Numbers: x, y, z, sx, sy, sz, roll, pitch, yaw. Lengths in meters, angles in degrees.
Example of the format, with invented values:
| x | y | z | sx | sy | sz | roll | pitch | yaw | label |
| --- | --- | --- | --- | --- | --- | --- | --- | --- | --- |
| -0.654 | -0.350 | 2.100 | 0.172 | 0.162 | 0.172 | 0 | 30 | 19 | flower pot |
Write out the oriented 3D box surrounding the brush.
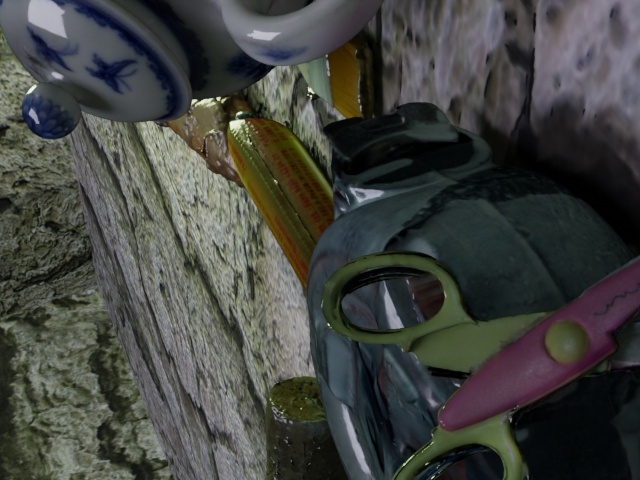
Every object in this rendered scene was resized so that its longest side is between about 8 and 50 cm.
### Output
| x | y | z | sx | sy | sz | roll | pitch | yaw | label |
| --- | --- | --- | --- | --- | --- | --- | --- | --- | --- |
| -0.030 | -0.185 | 0.861 | 0.336 | 0.020 | 0.085 | -131 | 29 | -53 | brush |

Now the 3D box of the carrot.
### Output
| x | y | z | sx | sy | sz | roll | pitch | yaw | label |
| --- | --- | --- | --- | --- | --- | --- | --- | --- | --- |
| -0.102 | -0.121 | 1.045 | 0.263 | 0.102 | 0.102 | 49 | 151 | 38 | carrot |

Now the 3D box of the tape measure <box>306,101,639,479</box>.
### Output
| x | y | z | sx | sy | sz | roll | pitch | yaw | label |
| --- | --- | --- | --- | --- | --- | --- | --- | --- | --- |
| 0.083 | 0.084 | 0.573 | 0.275 | 0.147 | 0.256 | -127 | 26 | -49 | tape measure |

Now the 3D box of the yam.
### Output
| x | y | z | sx | sy | sz | roll | pitch | yaw | label |
| --- | --- | --- | --- | --- | --- | --- | --- | --- | --- |
| -0.010 | 0.222 | 1.041 | 0.107 | 0.107 | 0.183 | -127 | 29 | -46 | yam |

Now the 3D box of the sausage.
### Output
| x | y | z | sx | sy | sz | roll | pitch | yaw | label |
| --- | --- | --- | --- | --- | --- | --- | --- | --- | --- |
| 0.000 | 0.000 | 0.857 | 0.082 | 0.082 | 0.371 | 92 | 155 | -46 | sausage |

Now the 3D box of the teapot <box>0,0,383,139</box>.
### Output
| x | y | z | sx | sy | sz | roll | pitch | yaw | label |
| --- | --- | --- | --- | --- | --- | --- | --- | --- | --- |
| -0.135 | -0.191 | 0.720 | 0.424 | 0.280 | 0.252 | 11 | 155 | 33 | teapot |

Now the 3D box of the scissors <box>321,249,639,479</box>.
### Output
| x | y | z | sx | sy | sz | roll | pitch | yaw | label |
| --- | --- | --- | --- | --- | --- | --- | --- | --- | --- |
| 0.103 | 0.046 | 0.426 | 0.020 | 0.187 | 0.133 | 37 | -147 | -84 | scissors |
